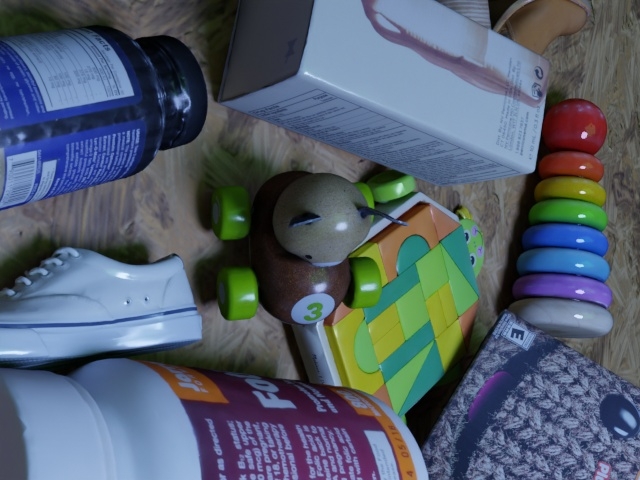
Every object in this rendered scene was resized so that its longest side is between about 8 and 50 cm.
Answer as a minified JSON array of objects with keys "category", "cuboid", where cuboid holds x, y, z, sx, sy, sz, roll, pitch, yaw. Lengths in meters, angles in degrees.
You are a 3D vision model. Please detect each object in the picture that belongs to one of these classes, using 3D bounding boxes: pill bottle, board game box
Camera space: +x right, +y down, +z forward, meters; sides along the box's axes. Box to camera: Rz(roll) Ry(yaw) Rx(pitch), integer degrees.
[{"category":"pill bottle","cuboid":[-0.109,0.214,0.736,0.392,0.224,0.224,17,81,-46]},{"category":"board game box","cuboid":[0.272,0.266,1.060,0.232,0.291,0.141,-55,168,-23]},{"category":"pill bottle","cuboid":[-0.198,-0.097,0.693,0.219,0.122,0.123,-21,108,-44]}]

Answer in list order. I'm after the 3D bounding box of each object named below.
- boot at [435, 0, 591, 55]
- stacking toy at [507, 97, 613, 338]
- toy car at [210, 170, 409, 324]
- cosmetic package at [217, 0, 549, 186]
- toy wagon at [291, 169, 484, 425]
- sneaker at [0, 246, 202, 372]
[{"category":"boot","cuboid":[0.241,-0.202,1.146,0.283,0.109,0.220,-12,100,-43]},{"category":"stacking toy","cuboid":[0.339,-0.037,1.264,0.141,0.141,0.330,21,71,-45]},{"category":"toy car","cuboid":[0.000,0.000,0.818,0.155,0.188,0.149,-4,85,-20]},{"category":"cosmetic package","cuboid":[0.069,-0.159,0.906,0.296,0.153,0.129,17,78,-35]},{"category":"toy wagon","cuboid":[0.104,0.055,1.054,0.344,0.068,0.267,-34,117,-39]},{"category":"sneaker","cuboid":[-0.212,0.055,0.729,0.258,0.094,0.091,-2,73,-48]}]
